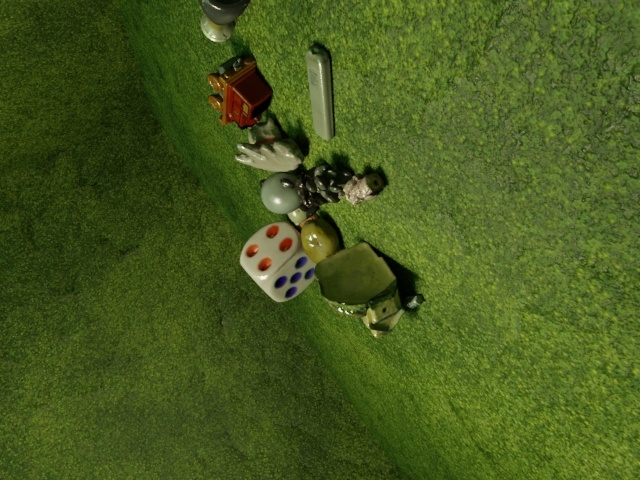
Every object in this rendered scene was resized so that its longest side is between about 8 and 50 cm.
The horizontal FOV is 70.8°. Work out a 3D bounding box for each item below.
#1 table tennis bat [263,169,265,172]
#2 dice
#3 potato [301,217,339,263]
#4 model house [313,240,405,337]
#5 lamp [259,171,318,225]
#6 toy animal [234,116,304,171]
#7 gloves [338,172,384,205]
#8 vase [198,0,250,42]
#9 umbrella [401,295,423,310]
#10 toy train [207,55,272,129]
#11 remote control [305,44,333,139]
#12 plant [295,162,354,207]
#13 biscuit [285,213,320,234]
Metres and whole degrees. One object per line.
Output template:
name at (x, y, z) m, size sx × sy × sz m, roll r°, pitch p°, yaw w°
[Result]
table tennis bat at (-0.290, -0.373, 2.230) m, size 0.050 × 0.007 × 0.083 m, roll 32°, pitch 147°, yaw 50°
dice at (-0.191, 0.103, 2.187) m, size 0.277 × 0.304 × 0.304 m, roll 43°, pitch 173°, yaw 36°
potato at (-0.001, 0.002, 1.890) m, size 0.137 × 0.154 × 0.201 m, roll -113°, pitch 8°, yaw -63°
model house at (0.145, 0.208, 1.648) m, size 0.321 × 0.261 × 0.266 m, roll -122°, pitch 9°, yaw -52°
lamp at (-0.135, -0.178, 1.874) m, size 0.244 × 0.198 × 0.197 m, roll 44°, pitch 173°, yaw -39°
toy animal at (-0.174, -0.379, 1.740) m, size 0.266 × 0.188 × 0.308 m, roll 29°, pitch 164°, yaw -3°
gloves at (0.131, -0.164, 1.394) m, size 0.144 × 0.110 × 0.094 m, roll -19°, pitch 96°, yaw 41°
vase at (-0.330, -0.779, 1.486) m, size 0.173 × 0.173 × 0.321 m, roll 61°, pitch 166°, yaw -11°
umbrella at (0.314, 0.231, 1.627) m, size 0.050 × 0.046 × 0.188 m, roll 13°, pitch 162°, yaw -8°
toy train at (-0.311, -0.567, 1.765) m, size 0.232 × 0.163 × 0.369 m, roll 48°, pitch 160°, yaw 3°
remote control at (0.001, -0.438, 1.371) m, size 0.090 × 0.038 × 0.310 m, roll 44°, pitch 157°, yaw 32°
plant at (0.004, -0.191, 1.581) m, size 0.149 × 0.146 × 0.274 m, roll 63°, pitch 160°, yaw -8°
biscuit at (-0.077, -0.082, 2.096) m, size 0.355 × 0.052 × 0.275 m, roll 44°, pitch 157°, yaw 36°
